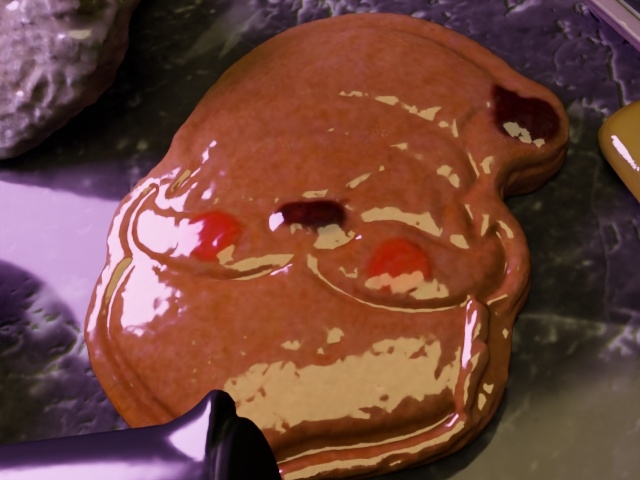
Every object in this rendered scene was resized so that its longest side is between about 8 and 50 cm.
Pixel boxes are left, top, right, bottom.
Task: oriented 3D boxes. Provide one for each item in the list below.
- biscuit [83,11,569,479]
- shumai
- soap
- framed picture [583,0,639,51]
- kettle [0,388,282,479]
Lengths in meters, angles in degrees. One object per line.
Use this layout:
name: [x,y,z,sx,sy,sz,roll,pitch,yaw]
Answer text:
biscuit: [0.000,0.000,0.842,0.349,0.078,0.455,10,64,19]
shumai: [-0.259,-0.254,0.978,0.309,0.304,0.263,16,32,19]
soap: [0.287,-0.061,0.834,0.089,0.045,0.140,-28,61,-2]
framed picture: [0.414,-0.180,0.858,0.240,0.020,0.324,-38,66,-2]
kettle: [-0.175,0.251,0.644,0.308,0.203,0.262,-11,63,8]
